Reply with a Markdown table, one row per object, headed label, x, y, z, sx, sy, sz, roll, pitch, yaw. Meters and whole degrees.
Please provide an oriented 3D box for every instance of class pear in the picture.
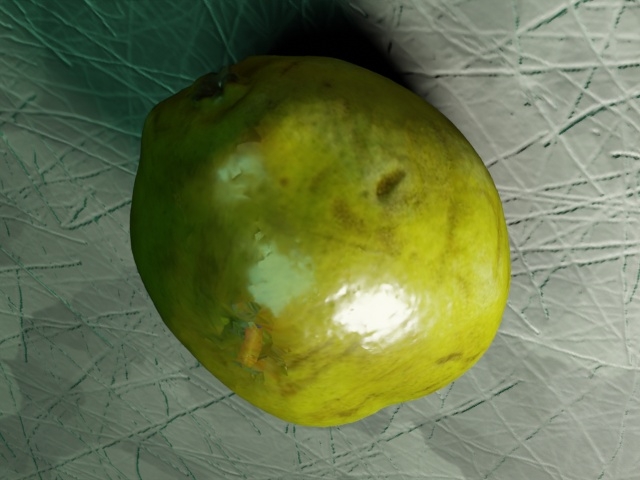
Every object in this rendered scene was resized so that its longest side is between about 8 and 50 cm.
| label | x | y | z | sx | sy | sz | roll | pitch | yaw |
| --- | --- | --- | --- | --- | --- | --- | --- | --- | --- |
| pear | 0.000 | 0.000 | 1.069 | 0.269 | 0.269 | 0.321 | 1 | 141 | 27 |
